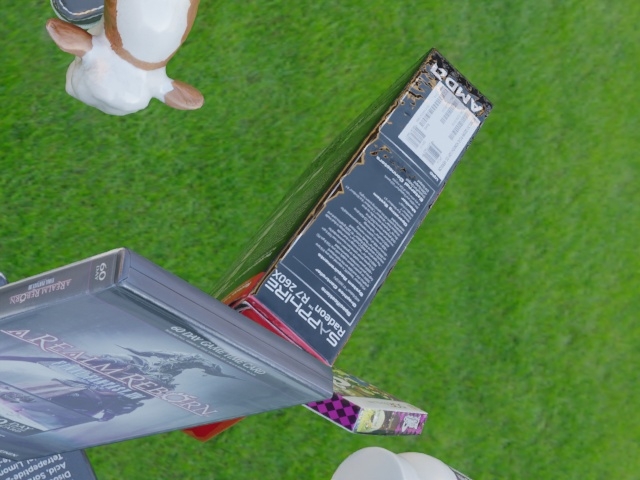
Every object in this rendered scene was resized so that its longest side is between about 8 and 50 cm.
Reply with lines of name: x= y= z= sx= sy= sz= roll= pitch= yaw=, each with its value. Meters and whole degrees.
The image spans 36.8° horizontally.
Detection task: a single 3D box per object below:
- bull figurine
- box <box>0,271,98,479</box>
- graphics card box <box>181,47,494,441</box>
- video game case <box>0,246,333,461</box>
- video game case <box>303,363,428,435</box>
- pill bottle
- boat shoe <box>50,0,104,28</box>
bull figurine: x=-0.101 y=-0.222 z=0.550 sx=0.101 sy=0.188 sz=0.310 roll=2 pitch=136 yaw=-15
box: x=-0.331 y=0.253 z=0.945 sx=0.212 sy=0.293 sz=0.395 roll=-25 pitch=93 yaw=-18
graphics card box: x=0.000 y=0.000 z=0.895 sx=0.094 sy=0.233 sz=0.371 roll=41 pitch=49 yaw=-8
video game case: x=-0.159 y=0.083 z=0.584 sx=0.196 sy=0.274 sz=0.026 roll=38 pitch=45 yaw=-49
video game case: x=0.008 y=0.205 z=1.346 sx=0.210 sy=0.232 sz=0.041 roll=22 pitch=92 yaw=-57
pill bottle: x=0.146 y=0.383 z=1.280 sx=0.301 sy=0.169 sz=0.169 roll=36 pitch=72 yaw=-39
boat shoe: x=-0.142 y=-0.265 z=0.786 sx=0.081 sy=0.068 sz=0.228 roll=42 pitch=96 yaw=-15
